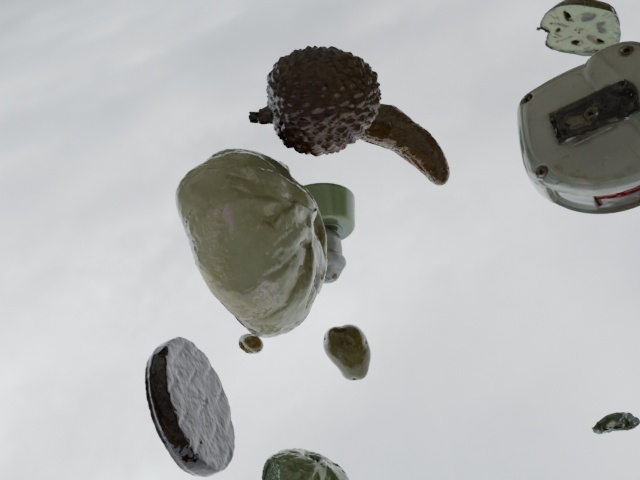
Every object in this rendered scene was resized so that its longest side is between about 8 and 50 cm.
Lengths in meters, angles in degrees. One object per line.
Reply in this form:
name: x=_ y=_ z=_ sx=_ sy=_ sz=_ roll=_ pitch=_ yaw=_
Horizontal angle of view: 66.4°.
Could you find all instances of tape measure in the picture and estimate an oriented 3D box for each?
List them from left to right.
tape measure: x=0.461 y=-0.171 z=0.786 sx=0.265 sy=0.130 sz=0.258 roll=-24 pitch=-120 yaw=26

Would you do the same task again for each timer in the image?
timer: x=0.000 y=0.000 z=1.711 sx=0.290 sy=0.291 sz=0.315 roll=-11 pitch=-115 yaw=7

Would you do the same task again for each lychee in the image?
lychee: x=-0.011 y=-0.240 z=0.859 sx=0.238 sy=0.200 sz=0.200 roll=-15 pitch=-140 yaw=9

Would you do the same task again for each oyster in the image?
oyster: x=0.782 y=0.491 z=1.285 sx=0.098 sy=0.037 sz=0.100 roll=-30 pitch=179 yaw=-5

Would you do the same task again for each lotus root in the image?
lotus root: x=0.681 y=-0.569 z=1.273 sx=0.203 sy=0.183 sz=0.078 roll=20 pitch=-102 yaw=10

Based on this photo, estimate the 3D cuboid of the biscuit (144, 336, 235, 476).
biscuit: x=-0.377 y=0.479 z=1.419 sx=0.091 sy=0.407 sz=0.407 roll=-24 pitch=-140 yaw=2

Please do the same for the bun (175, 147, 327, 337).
bun: x=-0.099 y=-0.006 z=0.912 sx=0.219 sy=0.365 sz=0.365 roll=-21 pitch=-140 yaw=4

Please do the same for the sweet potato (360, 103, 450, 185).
sweet potato: x=0.155 y=-0.247 z=1.111 sx=0.341 sy=0.092 sz=0.114 roll=31 pitch=-90 yaw=11

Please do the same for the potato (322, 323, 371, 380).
potato: x=0.093 y=0.378 z=1.654 sx=0.157 sy=0.157 sz=0.194 roll=-16 pitch=-104 yaw=1

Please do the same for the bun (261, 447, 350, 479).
bun: x=-0.027 y=0.565 z=1.173 sx=0.221 sy=0.221 sz=0.108 roll=7 pitch=-110 yaw=27

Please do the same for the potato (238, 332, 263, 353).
potato: x=-0.150 y=0.224 z=1.064 sx=0.083 sy=0.051 sz=0.040 roll=-21 pitch=-142 yaw=59
